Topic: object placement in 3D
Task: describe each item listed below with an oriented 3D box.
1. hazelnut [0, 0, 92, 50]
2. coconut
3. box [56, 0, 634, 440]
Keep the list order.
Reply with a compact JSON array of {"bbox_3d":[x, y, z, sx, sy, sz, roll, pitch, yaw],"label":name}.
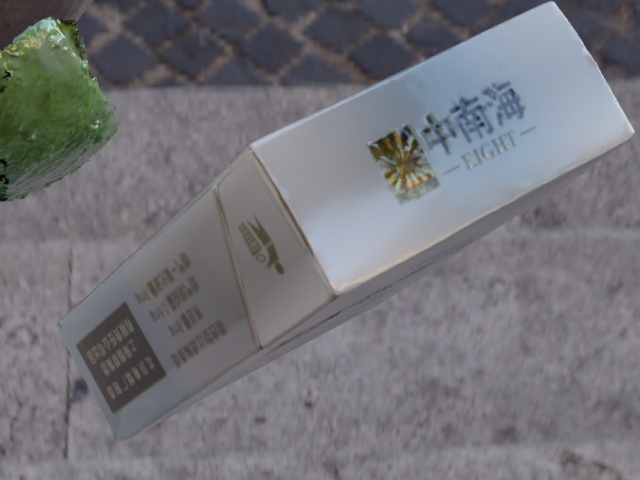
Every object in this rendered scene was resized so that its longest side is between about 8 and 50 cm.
[{"bbox_3d":[-0.288,-0.260,1.053,0.402,0.402,0.429,31,90,16],"label":"hazelnut"},{"bbox_3d":[-0.150,-0.050,0.812,0.158,0.133,0.055,14,65,-46],"label":"coconut"},{"bbox_3d":[0.000,0.000,0.777,0.155,0.243,0.067,-29,86,-29],"label":"box"}]
